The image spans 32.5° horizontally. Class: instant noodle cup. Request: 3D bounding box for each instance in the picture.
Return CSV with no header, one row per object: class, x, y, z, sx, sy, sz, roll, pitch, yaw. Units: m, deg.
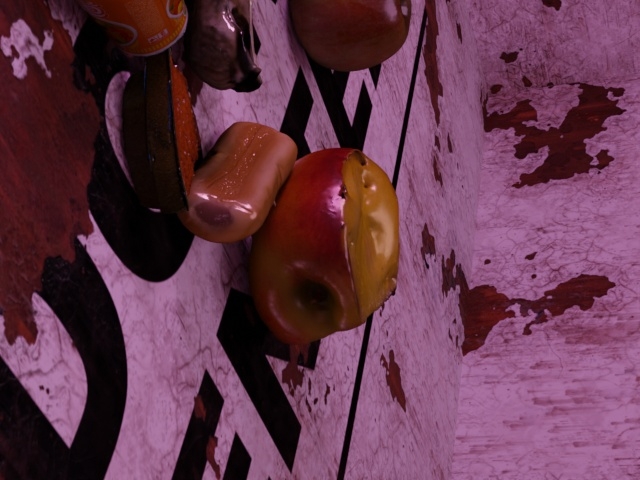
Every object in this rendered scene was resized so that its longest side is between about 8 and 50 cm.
instant noodle cup,-0.257,-0.339,1.450,0.185,0.169,0.168,64,27,-62

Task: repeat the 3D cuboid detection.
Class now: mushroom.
mushroom,-0.157,-0.391,1.716,0.247,0.130,0.344,85,3,-80

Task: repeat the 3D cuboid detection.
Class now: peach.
peach,0.000,0.000,1.931,0.380,0.243,0.306,-41,118,-63

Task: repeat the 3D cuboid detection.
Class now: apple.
apple,0.064,-0.483,2.283,0.257,0.234,0.256,-5,90,-68

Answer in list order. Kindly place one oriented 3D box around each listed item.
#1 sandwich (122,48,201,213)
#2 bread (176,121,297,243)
sandwich,-0.232,-0.166,1.580,0.159,0.079,0.235,-72,155,-70
bread,-0.130,-0.092,1.758,0.305,0.142,0.091,-63,175,-58
